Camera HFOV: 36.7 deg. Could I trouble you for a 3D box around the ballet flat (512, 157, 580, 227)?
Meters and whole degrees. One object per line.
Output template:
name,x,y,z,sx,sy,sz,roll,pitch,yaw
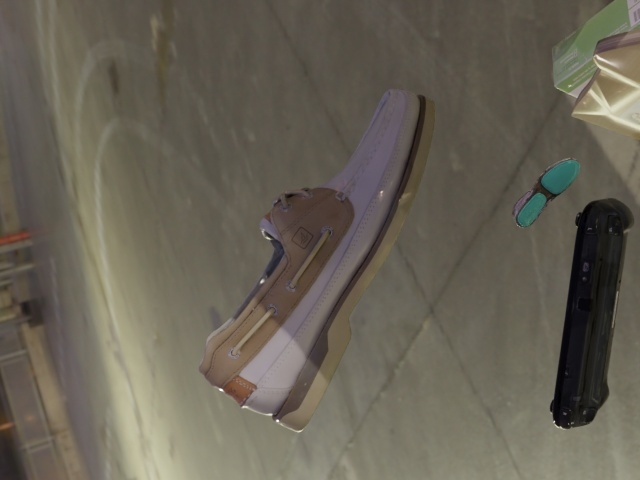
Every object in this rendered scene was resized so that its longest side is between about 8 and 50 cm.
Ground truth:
ballet flat,0.295,-0.068,1.280,0.041,0.114,0.041,41,-173,-7

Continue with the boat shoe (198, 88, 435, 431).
boat shoe,0.000,0.000,0.799,0.113,0.103,0.302,139,155,-80

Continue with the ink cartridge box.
ink cartridge box,0.366,-0.170,0.924,0.171,0.235,0.056,-37,42,49

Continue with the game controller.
game controller,0.378,0.101,1.340,0.067,0.166,0.319,10,100,24

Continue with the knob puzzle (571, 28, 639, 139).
knob puzzle,0.236,-0.076,0.492,0.213,0.213,0.030,-1,67,69
